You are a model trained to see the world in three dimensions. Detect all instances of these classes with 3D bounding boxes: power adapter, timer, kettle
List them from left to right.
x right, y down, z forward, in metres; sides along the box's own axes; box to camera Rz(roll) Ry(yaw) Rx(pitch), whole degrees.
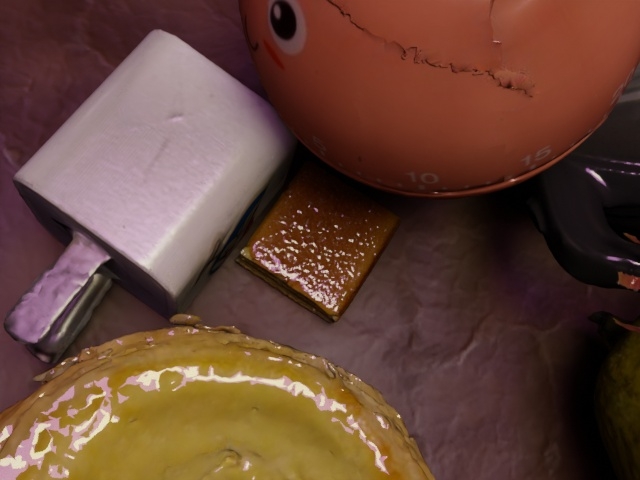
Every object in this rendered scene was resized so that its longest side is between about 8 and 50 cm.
[{"bbox_3d":[-0.126,-0.011,0.478,0.125,0.130,0.205,36,72,1],"label":"power adapter"},{"bbox_3d":[0.068,-0.140,0.410,0.230,0.215,0.229,-3,72,8],"label":"timer"},{"bbox_3d":[0.256,-0.072,0.537,0.271,0.207,0.250,-3,77,6],"label":"kettle"}]

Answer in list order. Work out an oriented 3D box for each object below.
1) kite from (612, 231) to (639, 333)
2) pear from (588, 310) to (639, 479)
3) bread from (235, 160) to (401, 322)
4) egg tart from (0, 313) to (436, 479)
[{"bbox_3d":[0.275,0.045,0.363,0.245,0.015,0.141,13,40,14],"label":"kite"},{"bbox_3d":[0.324,0.154,0.448,0.287,0.287,0.375,-36,53,-17],"label":"pear"},{"bbox_3d":[0.000,0.000,0.546,0.090,0.035,0.094,34,71,0],"label":"bread"},{"bbox_3d":[-0.069,0.206,0.432,0.315,0.120,0.314,2,76,-10],"label":"egg tart"}]
